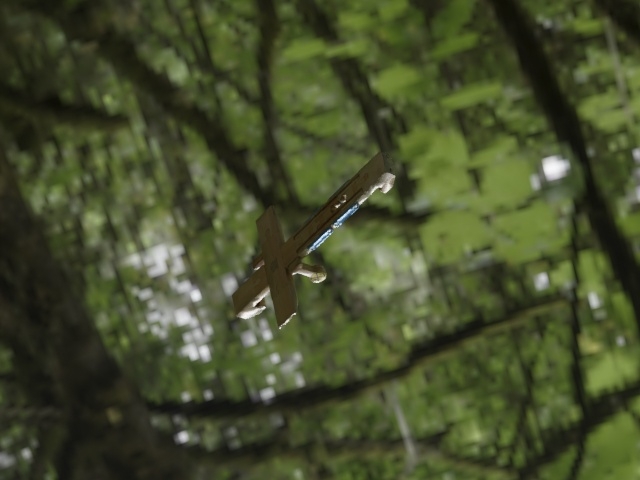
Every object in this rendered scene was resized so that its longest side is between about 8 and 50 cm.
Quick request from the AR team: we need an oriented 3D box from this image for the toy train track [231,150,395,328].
[{"bbox_3d":[0.000,0.000,0.670,0.083,0.014,0.048,-44,-138,33],"label":"toy train track"}]
